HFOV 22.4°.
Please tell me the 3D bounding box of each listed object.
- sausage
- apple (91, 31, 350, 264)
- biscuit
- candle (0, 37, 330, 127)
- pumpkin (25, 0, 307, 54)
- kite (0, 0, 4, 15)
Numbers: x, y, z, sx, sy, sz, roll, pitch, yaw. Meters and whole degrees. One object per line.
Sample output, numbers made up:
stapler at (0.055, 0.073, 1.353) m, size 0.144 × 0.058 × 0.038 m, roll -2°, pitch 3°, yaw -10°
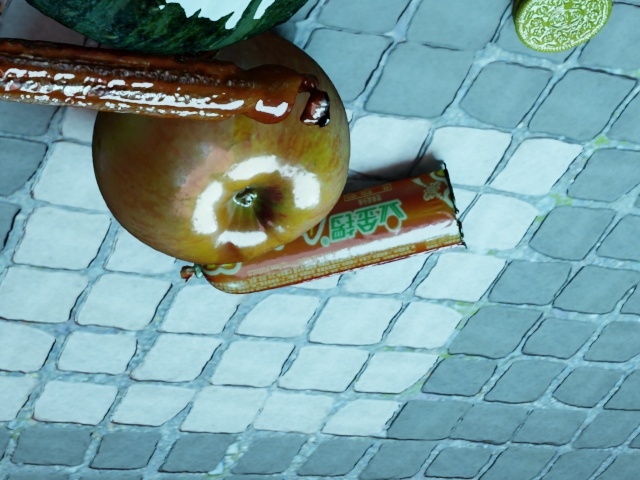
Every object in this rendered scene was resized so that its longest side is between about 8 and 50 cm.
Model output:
sausage at (0.000, 0.000, 1.479) m, size 0.264 × 0.083 × 0.083 m, roll -14°, pitch 142°, yaw 0°
apple at (-0.078, -0.075, 1.289) m, size 0.209 × 0.164 × 0.209 m, roll -11°, pitch 141°, yaw -9°
biscuit at (0.202, -0.193, 1.352) m, size 0.084 × 0.023 × 0.084 m, roll -8°, pitch 141°, yaw -7°
candle at (-0.135, -0.110, 1.107) m, size 0.329 × 0.048 × 0.051 m, roll 2°, pitch 173°, yaw -38°
pumpkin at (-0.098, -0.243, 1.050) m, size 0.293 × 0.197 × 0.263 m, roll 18°, pitch 129°, yaw -38°
kite at (-0.315, -0.166, 1.218) m, size 0.232 × 0.009 × 0.189 m, roll -25°, pitch 141°, yaw 12°
